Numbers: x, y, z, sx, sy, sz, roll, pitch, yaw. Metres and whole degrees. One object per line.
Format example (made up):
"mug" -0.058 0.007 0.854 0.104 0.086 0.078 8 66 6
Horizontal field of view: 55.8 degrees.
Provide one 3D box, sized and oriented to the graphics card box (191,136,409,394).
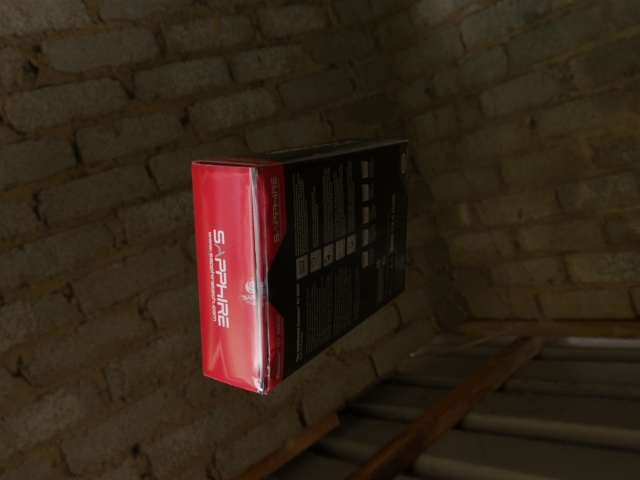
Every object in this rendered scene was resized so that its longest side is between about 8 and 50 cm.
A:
"graphics card box" 0.000 0.000 0.737 0.094 0.232 0.371 7 -164 30
